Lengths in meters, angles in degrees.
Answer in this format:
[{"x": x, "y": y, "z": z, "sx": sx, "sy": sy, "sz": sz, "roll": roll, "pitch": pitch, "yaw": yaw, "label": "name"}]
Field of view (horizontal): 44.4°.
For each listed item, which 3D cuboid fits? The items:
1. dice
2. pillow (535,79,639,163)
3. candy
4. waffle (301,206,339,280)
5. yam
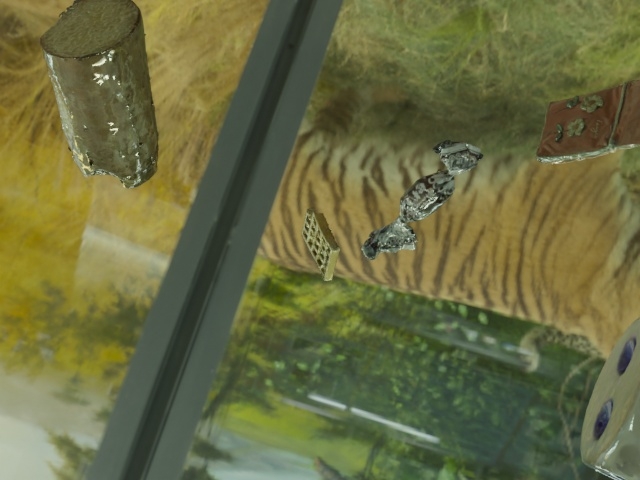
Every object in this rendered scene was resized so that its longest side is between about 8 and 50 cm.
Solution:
[{"x": 0.555, "y": 0.270, "z": 1.150, "sx": 0.259, "sy": 0.251, "sz": 0.243, "roll": 23, "pitch": 169, "yaw": 9, "label": "dice"}, {"x": 0.415, "y": -0.171, "z": 1.085, "sx": 0.233, "sy": 0.126, "sz": 0.043, "roll": -9, "pitch": 143, "yaw": 43, "label": "pillow"}, {"x": 0.143, "y": -0.054, "z": 1.130, "sx": 0.094, "sy": 0.051, "sz": 0.226, "roll": 9, "pitch": 129, "yaw": -45, "label": "candy"}, {"x": 0.000, "y": 0.000, "z": 1.447, "sx": 0.021, "sy": 0.135, "sz": 0.092, "roll": -9, "pitch": 138, "yaw": -20, "label": "waffle"}, {"x": -0.275, "y": -0.185, "z": 1.010, "sx": 0.128, "sy": 0.129, "sz": 0.238, "roll": 50, "pitch": 155, "yaw": 30, "label": "yam"}]
